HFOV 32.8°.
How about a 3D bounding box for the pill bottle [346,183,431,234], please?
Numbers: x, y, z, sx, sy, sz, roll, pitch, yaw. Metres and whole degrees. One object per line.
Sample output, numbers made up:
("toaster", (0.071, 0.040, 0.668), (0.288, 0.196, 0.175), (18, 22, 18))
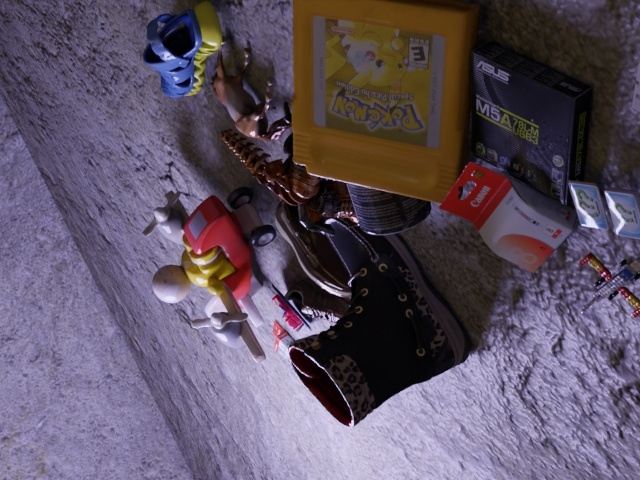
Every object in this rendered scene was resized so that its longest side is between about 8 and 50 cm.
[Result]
("pill bottle", (0.097, -0.143, 1.828), (0.130, 0.130, 0.245), (17, 131, 53))

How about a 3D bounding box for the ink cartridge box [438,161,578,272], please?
("ink cartridge box", (0.277, -0.033, 1.640), (0.179, 0.045, 0.145), (23, 149, -3))

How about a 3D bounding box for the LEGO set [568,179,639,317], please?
("LEGO set", (0.432, 0.039, 1.502), (0.182, 0.060, 0.244), (15, 137, 48))

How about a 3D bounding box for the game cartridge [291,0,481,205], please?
("game cartridge", (0.091, -0.224, 1.666), (0.285, 0.052, 0.323), (13, 124, 19))

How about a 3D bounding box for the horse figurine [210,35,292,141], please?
("horse figurine", (-0.148, -0.284, 2.172), (0.263, 0.066, 0.174), (50, 145, 23))

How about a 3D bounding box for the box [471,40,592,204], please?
("box", (0.297, -0.168, 1.558), (0.191, 0.045, 0.184), (35, 147, 37))

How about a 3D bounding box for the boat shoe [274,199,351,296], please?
("boat shoe", (-0.006, 0.003, 2.193), (0.257, 0.095, 0.095), (46, 144, 25))

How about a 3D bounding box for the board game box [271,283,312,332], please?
("board game box", (-0.076, 0.160, 2.449), (0.133, 0.033, 0.169), (49, 178, -4))

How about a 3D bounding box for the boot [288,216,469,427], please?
("boot", (0.061, 0.136, 1.996), (0.377, 0.284, 0.138), (54, 152, 9))

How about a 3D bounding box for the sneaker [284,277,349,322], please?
("sneaker", (-0.001, 0.149, 2.350), (0.188, 0.071, 0.066), (31, 142, 44))

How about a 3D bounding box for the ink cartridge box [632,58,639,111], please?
("ink cartridge box", (0.417, -0.194, 1.345), (0.048, 0.028, 0.083), (37, 146, 37))

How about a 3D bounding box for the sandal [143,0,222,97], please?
("sandal", (-0.299, -0.384, 2.219), (0.317, 0.138, 0.126), (127, 127, -65))

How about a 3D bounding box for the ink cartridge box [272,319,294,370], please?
("ink cartridge box", (-0.089, 0.255, 2.653), (0.115, 0.029, 0.063), (47, 151, 22))

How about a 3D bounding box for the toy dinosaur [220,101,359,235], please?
("toy dinosaur", (-0.015, -0.132, 1.915), (0.164, 0.218, 0.322), (3, 163, 42))

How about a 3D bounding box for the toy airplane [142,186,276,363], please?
("toy airplane", (-0.254, 0.075, 2.476), (0.386, 0.272, 0.384), (16, 125, 66))
